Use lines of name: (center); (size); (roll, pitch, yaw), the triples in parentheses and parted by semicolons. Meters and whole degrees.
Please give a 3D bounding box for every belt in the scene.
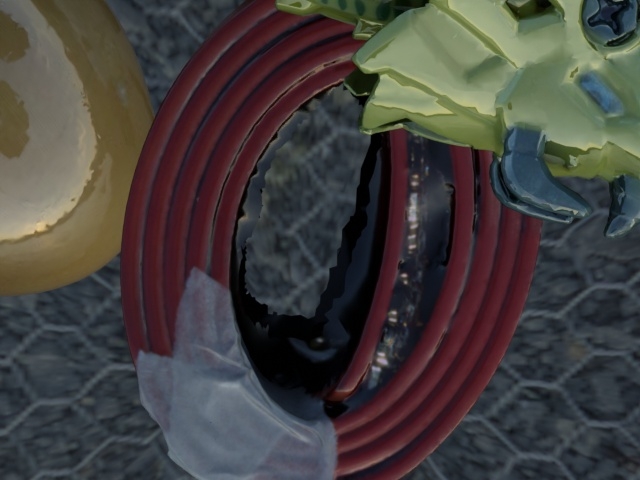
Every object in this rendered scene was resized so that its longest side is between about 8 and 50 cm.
belt: (0.000, 0.000, 1.005); (0.227, 0.115, 0.323); (16, 100, -3)

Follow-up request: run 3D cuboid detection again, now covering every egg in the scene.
egg: (-0.303, -0.120, 1.480); (0.374, 0.301, 0.301); (40, 87, -15)

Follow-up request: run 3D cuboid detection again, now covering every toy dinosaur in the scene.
toy dinosaur: (0.007, -0.104, 0.530); (0.259, 0.094, 0.153); (17, 85, -1)
